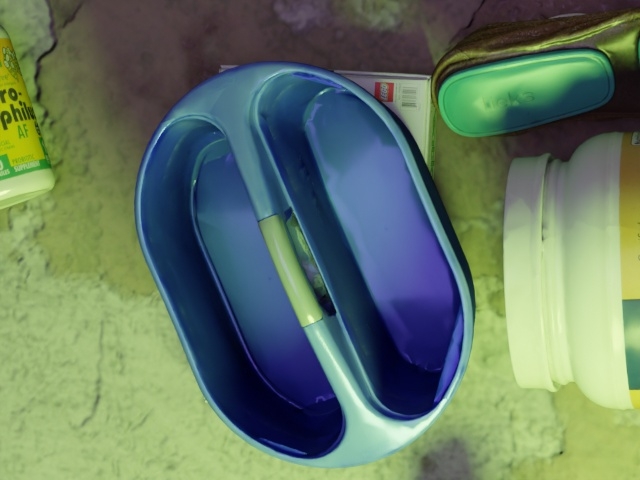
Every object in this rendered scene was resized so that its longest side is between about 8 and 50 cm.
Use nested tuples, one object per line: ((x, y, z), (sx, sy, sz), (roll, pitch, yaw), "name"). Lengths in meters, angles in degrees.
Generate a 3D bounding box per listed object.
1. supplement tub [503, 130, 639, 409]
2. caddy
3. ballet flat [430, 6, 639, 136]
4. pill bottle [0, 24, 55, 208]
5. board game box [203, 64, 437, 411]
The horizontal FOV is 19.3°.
((0.315, 0.022, 1.519), (0.316, 0.228, 0.228), (-2, 94, 13), "supplement tub")
((-0.008, 0.017, 1.563), (0.241, 0.179, 0.341), (-24, 90, 13), "caddy")
((0.262, -0.155, 1.573), (0.342, 0.124, 0.116), (-6, 123, 17), "ballet flat")
((-0.326, -0.130, 1.712), (0.117, 0.117, 0.208), (-18, 90, 14), "pill bottle")
((0.000, 0.000, 1.679), (0.193, 0.053, 0.305), (4, 95, 12), "board game box")
